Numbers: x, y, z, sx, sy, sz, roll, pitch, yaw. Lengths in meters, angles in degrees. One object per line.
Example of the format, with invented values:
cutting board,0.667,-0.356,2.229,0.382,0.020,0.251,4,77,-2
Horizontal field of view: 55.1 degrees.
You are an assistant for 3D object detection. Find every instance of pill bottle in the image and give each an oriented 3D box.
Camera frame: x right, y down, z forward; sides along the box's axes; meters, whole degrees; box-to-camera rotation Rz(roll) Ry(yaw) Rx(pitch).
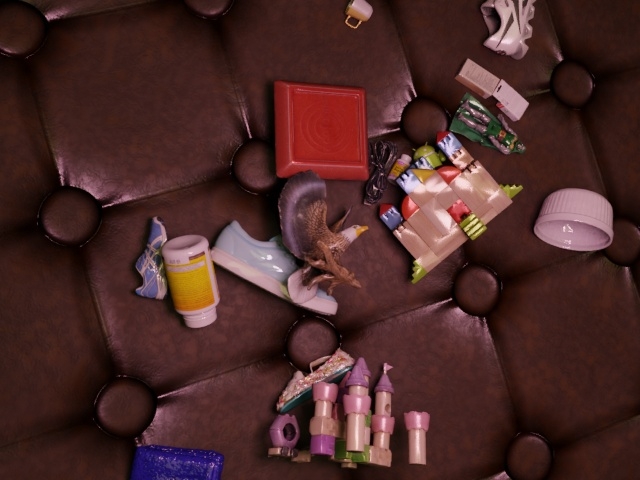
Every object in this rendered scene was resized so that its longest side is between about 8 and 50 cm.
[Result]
pill bottle,0.222,-0.198,1.714,0.043,0.043,0.083,29,80,-7
pill bottle,-0.316,0.103,1.515,0.117,0.117,0.215,-13,113,-12

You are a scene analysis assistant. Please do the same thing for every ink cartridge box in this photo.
ink cartridge box,0.550,-0.411,1.799,0.115,0.029,0.063,37,78,-14

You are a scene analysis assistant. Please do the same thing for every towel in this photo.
towel,-0.365,0.668,1.499,0.227,0.076,0.309,9,83,-11

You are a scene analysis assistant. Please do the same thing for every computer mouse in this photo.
computer mouse,0.063,-0.224,1.673,0.272,0.072,0.189,22,79,-14

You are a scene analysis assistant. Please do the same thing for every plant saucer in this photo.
plant saucer,0.011,-0.291,1.601,0.258,0.047,0.259,0,84,-17

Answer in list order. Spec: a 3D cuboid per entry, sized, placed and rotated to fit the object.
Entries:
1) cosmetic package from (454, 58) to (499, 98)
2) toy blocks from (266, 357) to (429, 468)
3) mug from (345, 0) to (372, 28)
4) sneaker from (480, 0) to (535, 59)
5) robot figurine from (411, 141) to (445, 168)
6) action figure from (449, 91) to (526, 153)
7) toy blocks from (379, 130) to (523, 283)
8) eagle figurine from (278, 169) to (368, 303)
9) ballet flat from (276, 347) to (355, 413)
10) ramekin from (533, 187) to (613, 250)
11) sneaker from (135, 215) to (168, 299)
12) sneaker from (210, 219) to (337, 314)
cosmetic package,0.455,-0.470,1.787,0.115,0.041,0.060,32,81,-7
toy blocks,0.072,0.412,1.526,0.288,0.308,0.260,25,56,-38
mug,0.108,-0.646,1.732,0.064,0.078,0.062,26,48,-17
sneaker,0.545,-0.707,1.786,0.146,0.122,0.331,10,83,-12
robot figurine,0.303,-0.215,1.719,0.101,0.067,0.115,-26,92,19
action figure,0.497,-0.318,1.775,0.232,0.063,0.137,30,77,-11
toy blocks,0.306,-0.110,1.636,0.381,0.191,0.261,-41,94,9
eagle figurine,0.011,-0.002,1.522,0.225,0.298,0.227,-2,128,-18
ballet flat,-0.021,0.363,1.606,0.240,0.091,0.077,-27,60,-17
ramekin,0.717,-0.061,1.725,0.207,0.207,0.109,21,72,-9
sneaker,-0.422,0.044,1.543,0.081,0.080,0.211,1,84,-13
sneaker,-0.100,0.066,1.579,0.365,0.135,0.150,28,83,-9
